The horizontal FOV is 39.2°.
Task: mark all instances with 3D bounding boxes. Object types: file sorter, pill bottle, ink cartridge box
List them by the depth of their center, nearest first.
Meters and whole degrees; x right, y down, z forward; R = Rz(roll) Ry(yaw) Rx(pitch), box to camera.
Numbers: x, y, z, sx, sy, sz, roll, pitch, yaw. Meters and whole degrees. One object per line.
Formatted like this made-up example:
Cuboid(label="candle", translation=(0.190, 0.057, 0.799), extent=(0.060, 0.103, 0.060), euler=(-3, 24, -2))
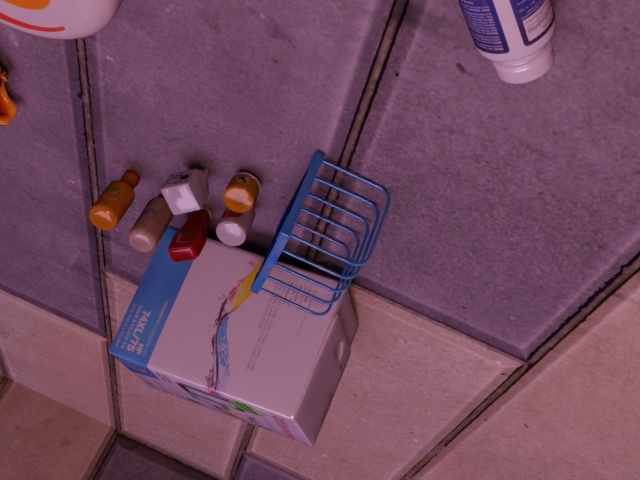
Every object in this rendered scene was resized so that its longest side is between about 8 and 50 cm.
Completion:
Cuboid(label="pill bottle", translation=(0.146, -0.184, 0.704), extent=(0.067, 0.067, 0.120), euler=(4, 144, 34))
Cuboid(label="file sorter", translation=(0.000, 0.000, 1.064), extent=(0.104, 0.118, 0.170), euler=(24, 151, -4))
Cuboid(label="ink cartridge box", translation=(-0.109, 0.137, 1.254), extent=(0.270, 0.197, 0.198), euler=(17, 160, 14))

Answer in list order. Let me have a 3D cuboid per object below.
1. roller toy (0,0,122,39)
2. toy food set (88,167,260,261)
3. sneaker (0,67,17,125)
Cuboid(label="roller toy", translation=(-0.240, -0.282, 0.768), extent=(0.209, 0.146, 0.191), euler=(20, 160, -1))
Cuboid(label="toy food set", translation=(-0.171, -0.049, 1.171), extent=(0.232, 0.104, 0.111), euler=(-11, 123, 22))
Cuboid(label="sneaker", translation=(-0.428, -0.211, 1.101), extent=(0.083, 0.084, 0.215), euler=(22, 160, 2))
